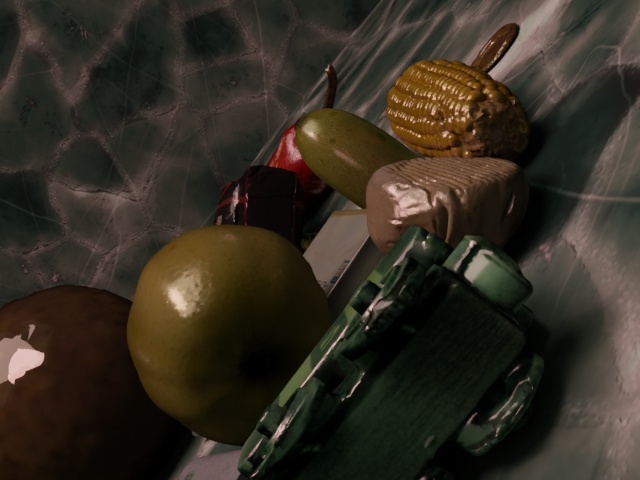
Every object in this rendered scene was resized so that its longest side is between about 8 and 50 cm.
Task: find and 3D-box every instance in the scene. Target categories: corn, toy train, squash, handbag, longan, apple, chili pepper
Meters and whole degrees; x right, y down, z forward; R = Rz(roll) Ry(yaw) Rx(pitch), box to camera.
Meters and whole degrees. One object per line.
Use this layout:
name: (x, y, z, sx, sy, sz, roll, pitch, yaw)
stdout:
corn: (0.164, -0.157, 1.313, 0.130, 0.130, 0.347, -53, 14, 5)
toy train: (0.058, 0.130, 0.871, 0.299, 0.167, 0.238, -52, 2, 2)
squash: (0.045, -0.129, 1.572, 0.123, 0.186, 0.123, -54, 5, 7)
handbag: (-0.114, -0.013, 1.863, 0.169, 0.155, 0.215, 144, 132, -67)
longan: (-0.414, 0.268, 1.764, 0.391, 0.391, 0.391, -50, 12, 15)
apple: (-0.106, 0.111, 1.283, 0.279, 0.279, 0.279, -50, 12, 15)
chili pepper: (-0.021, -0.151, 1.972, 0.338, 0.134, 0.131, -49, 27, 39)

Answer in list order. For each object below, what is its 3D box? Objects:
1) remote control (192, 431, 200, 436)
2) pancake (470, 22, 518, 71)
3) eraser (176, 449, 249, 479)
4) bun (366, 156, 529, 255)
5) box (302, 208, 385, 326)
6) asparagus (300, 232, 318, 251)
remote control: (-0.139, 0.253, 1.560, 0.162, 0.029, 0.061, -28, 30, 54)
pancake: (0.257, -0.282, 1.590, 0.115, 0.011, 0.115, -52, 11, 15)
eraser: (-0.113, 0.313, 1.166, 0.174, 0.081, 0.227, -60, 14, -25)
bun: (0.130, -0.022, 1.087, 0.173, 0.166, 0.113, -68, -25, -72)
box: (0.018, 0.042, 1.510, 0.211, 0.045, 0.270, -56, 13, -10)
asparagus: (0.000, 0.000, 1.735, 0.036, 0.030, 0.165, -43, 8, -16)
